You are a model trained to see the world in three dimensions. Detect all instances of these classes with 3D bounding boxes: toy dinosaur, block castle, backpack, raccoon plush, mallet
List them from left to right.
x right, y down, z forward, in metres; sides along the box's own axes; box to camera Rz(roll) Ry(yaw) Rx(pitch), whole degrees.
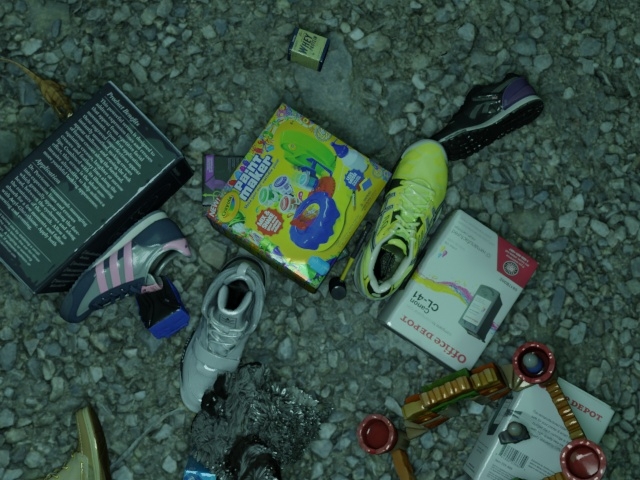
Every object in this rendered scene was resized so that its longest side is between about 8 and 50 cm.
[{"bbox_3d":[-0.601,-0.338,1.747,0.211,0.112,0.064,42,86,0],"label":"toy dinosaur"},{"bbox_3d":[-0.351,0.148,1.749,0.098,0.101,0.120,-29,56,-7],"label":"backpack"},{"bbox_3d":[-0.084,0.454,1.599,0.299,0.446,0.216,33,116,-34],"label":"raccoon plush"},{"bbox_3d":[0.069,0.048,1.765,0.039,0.062,0.190,22,114,-12],"label":"mallet"},{"bbox_3d":[0.322,0.423,1.626,0.453,0.213,0.303,-28,61,15],"label":"block castle"}]

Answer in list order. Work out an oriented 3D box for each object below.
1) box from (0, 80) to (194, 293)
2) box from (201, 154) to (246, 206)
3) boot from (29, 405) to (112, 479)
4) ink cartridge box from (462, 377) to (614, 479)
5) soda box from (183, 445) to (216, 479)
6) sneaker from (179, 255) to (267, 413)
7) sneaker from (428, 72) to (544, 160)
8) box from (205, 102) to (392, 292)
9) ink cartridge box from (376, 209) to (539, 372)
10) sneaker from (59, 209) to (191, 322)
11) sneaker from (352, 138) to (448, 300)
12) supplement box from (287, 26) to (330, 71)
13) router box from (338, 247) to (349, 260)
[{"bbox_3d":[-0.483,-0.097,1.653,0.395,0.293,0.212,-44,91,-5],"label":"box"},{"bbox_3d":[-0.189,-0.135,1.809,0.162,0.029,0.116,0,87,-6],"label":"box"},{"bbox_3d":[-0.564,0.501,1.718,0.203,0.095,0.262,-9,92,-3],"label":"boot"},{"bbox_3d":[0.487,0.448,1.780,0.211,0.121,0.289,30,86,-2],"label":"ink cartridge box"},{"bbox_3d":[-0.250,0.494,1.679,0.067,0.210,0.071,9,89,-3],"label":"soda box"},{"bbox_3d":[-0.216,0.204,1.698,0.137,0.210,0.366,20,86,-3],"label":"sneaker"},{"bbox_3d":[0.361,-0.287,1.839,0.283,0.107,0.124,-25,61,1],"label":"sneaker"},{"bbox_3d":[-0.047,-0.083,1.707,0.279,0.177,0.290,33,82,2],"label":"box"},{"bbox_3d":[0.306,0.117,1.782,0.226,0.131,0.306,34,84,-2],"label":"ink cartridge box"},{"bbox_3d":[-0.416,0.084,1.699,0.319,0.112,0.131,-45,78,2],"label":"sneaker"},{"bbox_3d":[0.195,-0.038,1.755,0.145,0.147,0.385,19,93,-6],"label":"sneaker"},{"bbox_3d":[-0.028,-0.434,1.809,0.083,0.083,0.056,20,85,-2],"label":"supplement box"},{"bbox_3d":[0.000,0.000,1.810,0.092,0.038,0.123,-26,89,-6],"label":"router box"}]
